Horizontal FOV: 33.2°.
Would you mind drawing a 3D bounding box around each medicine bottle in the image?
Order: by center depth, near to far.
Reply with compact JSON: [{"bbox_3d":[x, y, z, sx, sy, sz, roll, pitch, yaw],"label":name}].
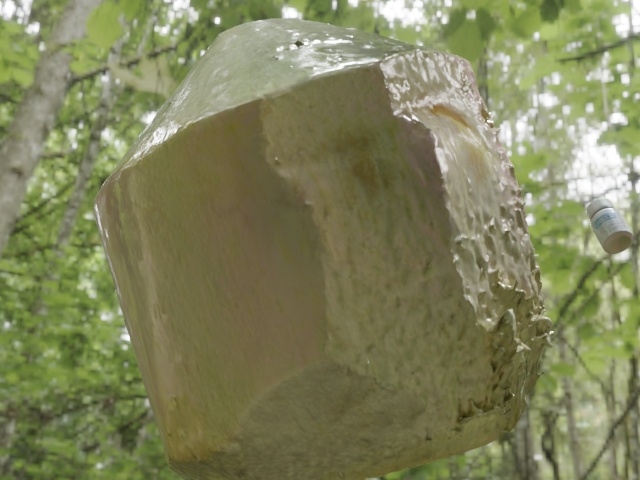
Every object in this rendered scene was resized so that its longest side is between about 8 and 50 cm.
[{"bbox_3d":[0.465,-0.024,1.729,0.052,0.089,0.052,-8,-45,-8],"label":"medicine bottle"}]

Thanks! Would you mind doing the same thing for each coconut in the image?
[{"bbox_3d":[0.000,0.000,0.734,0.297,0.309,0.297,-16,-2,-1],"label":"coconut"}]
